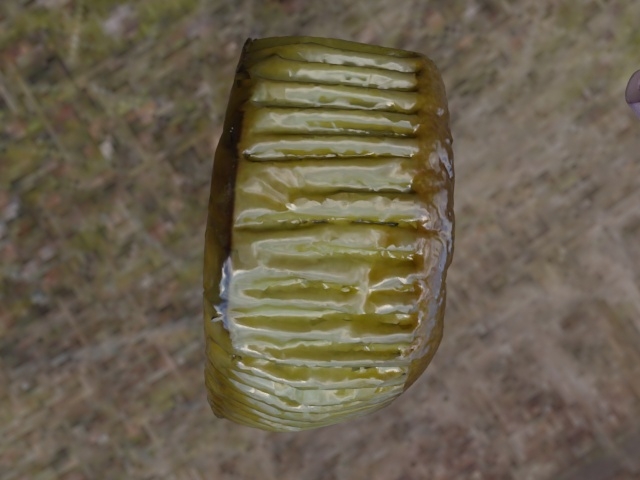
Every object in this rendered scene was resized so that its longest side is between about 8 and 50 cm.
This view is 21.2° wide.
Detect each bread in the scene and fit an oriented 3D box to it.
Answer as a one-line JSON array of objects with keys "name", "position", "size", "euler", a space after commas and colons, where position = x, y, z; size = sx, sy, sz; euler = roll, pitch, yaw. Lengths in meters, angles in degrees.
[{"name": "bread", "position": [0.000, 0.000, 1.031], "size": [0.142, 0.227, 0.253], "euler": [0, 164, -3]}]

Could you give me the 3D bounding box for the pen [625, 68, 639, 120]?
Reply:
[{"name": "pen", "position": [0.220, -0.023, 0.873], "size": [0.053, 0.197, 0.032], "euler": [-6, -126, 44]}]
